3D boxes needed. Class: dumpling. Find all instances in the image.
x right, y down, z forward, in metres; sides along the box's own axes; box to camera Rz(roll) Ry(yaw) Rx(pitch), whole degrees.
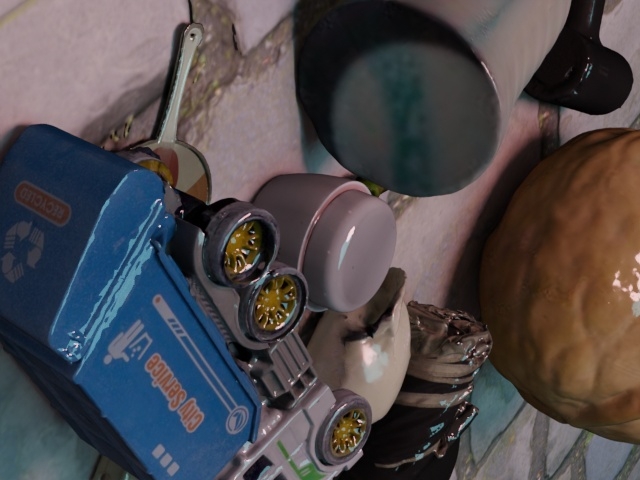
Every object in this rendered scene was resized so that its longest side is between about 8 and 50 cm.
[{"bbox_3d":[0.043,0.111,1.247,0.150,0.092,0.176,-37,134,-65],"label":"dumpling"}]

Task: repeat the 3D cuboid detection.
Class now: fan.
[{"bbox_3d":[-0.122,-0.052,0.941,0.152,0.008,0.227,-5,113,-57],"label":"fan"}]

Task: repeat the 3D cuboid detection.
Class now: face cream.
[{"bbox_3d":[0.000,0.000,1.081,0.117,0.104,0.117,-37,138,-43],"label":"face cream"}]

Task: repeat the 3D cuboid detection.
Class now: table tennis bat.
[{"bbox_3d":[0.132,0.258,1.549,0.130,0.019,0.220,-56,149,-25],"label":"table tennis bat"}]

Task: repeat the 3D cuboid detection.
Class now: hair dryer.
[{"bbox_3d":[0.316,-0.275,1.470,0.197,0.089,0.251,4,98,-59],"label":"hair dryer"}]

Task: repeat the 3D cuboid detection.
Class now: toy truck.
[{"bbox_3d":[-0.101,0.074,0.894,0.175,0.146,0.367,-47,135,-19],"label":"toy truck"}]

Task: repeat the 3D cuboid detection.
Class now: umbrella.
[{"bbox_3d":[0.074,0.235,1.360,0.106,0.113,0.358,6,109,-63],"label":"umbrella"}]

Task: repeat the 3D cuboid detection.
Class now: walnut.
[{"bbox_3d":[0.362,0.053,1.504,0.381,0.381,0.381,-37,137,-44],"label":"walnut"}]

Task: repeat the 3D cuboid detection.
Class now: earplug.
[{"bbox_3d":[0.134,-0.202,1.140,0.324,0.185,0.185,-51,147,-43],"label":"earplug"}]

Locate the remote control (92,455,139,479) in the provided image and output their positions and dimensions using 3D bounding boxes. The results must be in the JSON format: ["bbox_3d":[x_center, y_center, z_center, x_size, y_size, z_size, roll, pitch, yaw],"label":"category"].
[{"bbox_3d":[-0.113,0.221,1.086,0.230,0.049,0.090,17,91,-59],"label":"remote control"}]

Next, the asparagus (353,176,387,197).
[{"bbox_3d":[0.087,-0.071,1.253,0.236,0.034,0.027,-24,110,-55],"label":"asparagus"}]
